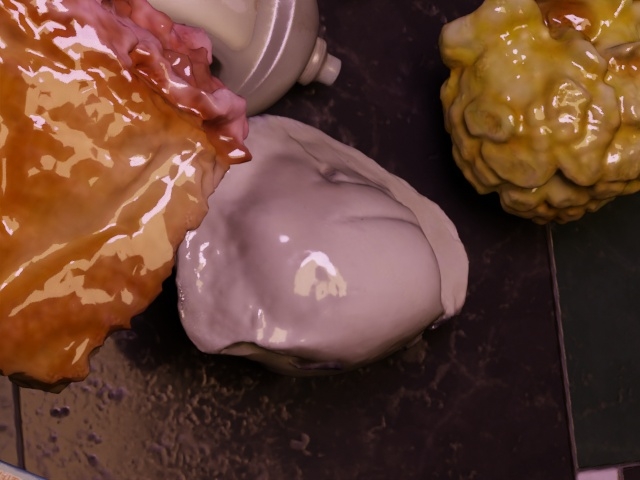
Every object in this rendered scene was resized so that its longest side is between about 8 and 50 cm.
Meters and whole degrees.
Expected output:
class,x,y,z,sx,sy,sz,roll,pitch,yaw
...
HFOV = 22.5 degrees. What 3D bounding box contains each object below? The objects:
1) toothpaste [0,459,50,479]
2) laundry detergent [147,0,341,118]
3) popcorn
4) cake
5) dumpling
class,x,y,z,sx,sy,sz,roll,pitch,yaw
toothpaste,-0.284,0.173,1.207,0.272,0.066,0.053,26,72,-17
laundry detergent,-0.099,-0.188,1.326,0.253,0.091,0.181,25,77,-18
popcorn,0.211,-0.129,1.396,0.235,0.181,0.216,-36,95,-26
cake,-0.241,-0.085,1.106,0.314,0.307,0.293,38,87,-15
dumpling,-0.005,0.002,1.319,0.175,0.243,0.226,-25,74,18
